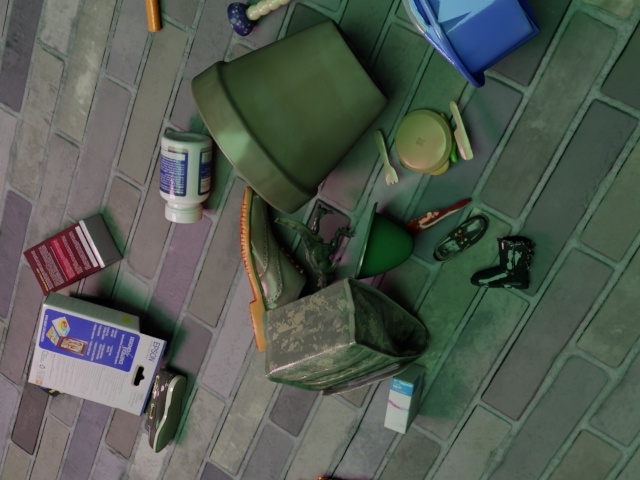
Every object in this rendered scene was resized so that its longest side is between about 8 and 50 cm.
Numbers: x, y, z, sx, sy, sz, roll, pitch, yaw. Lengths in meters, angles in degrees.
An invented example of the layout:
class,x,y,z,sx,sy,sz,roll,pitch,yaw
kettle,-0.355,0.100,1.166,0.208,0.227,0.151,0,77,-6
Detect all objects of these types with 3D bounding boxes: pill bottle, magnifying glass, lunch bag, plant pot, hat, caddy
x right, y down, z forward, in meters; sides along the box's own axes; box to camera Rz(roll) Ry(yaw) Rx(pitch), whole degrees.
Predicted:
class,x,y,z,sx,sy,sz,roll,pitch,yaw
pill bottle,-0.300,-0.139,1.698,0.111,0.112,0.187,15,111,21
magnifying glass,-0.368,-0.567,1.635,0.092,0.026,0.231,18,121,42
lunch bag,0.058,0.213,1.555,0.235,0.287,0.169,-24,57,32
plant pot,-0.037,-0.259,1.446,0.280,0.323,0.323,-35,89,14
hat,0.174,0.023,1.510,0.183,0.173,0.209,15,136,3
caddy,0.223,-0.427,1.282,0.179,0.241,0.342,-26,93,25

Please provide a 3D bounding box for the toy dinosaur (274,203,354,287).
class,x,y,z,sx,sy,sz,roll,pitch,yaw
toy dinosaur,0.000,0.000,1.576,0.064,0.118,0.268,22,156,37

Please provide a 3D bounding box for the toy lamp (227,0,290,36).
class,x,y,z,sx,sy,sz,roll,pitch,yaw
toy lamp,-0.055,-0.485,1.492,0.274,0.080,0.080,-15,99,30

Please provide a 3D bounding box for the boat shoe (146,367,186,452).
class,x,y,z,sx,sy,sz,roll,pitch,yaw
boat shoe,-0.403,0.432,1.951,0.068,0.081,0.228,24,108,20

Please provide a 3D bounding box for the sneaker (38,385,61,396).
class,x,y,z,sx,sy,sz,roll,pitch,yaw
sneaker,-0.730,0.393,2.112,0.053,0.059,0.144,40,142,-26

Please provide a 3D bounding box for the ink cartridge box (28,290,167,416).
class,x,y,z,sx,sy,sz,roll,pitch,yaw
ink cartridge box,-0.563,0.291,1.935,0.307,0.072,0.304,18,126,-11

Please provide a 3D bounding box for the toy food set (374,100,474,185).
class,x,y,z,sx,sy,sz,roll,pitch,yaw
toy food set,0.203,-0.189,1.488,0.192,0.038,0.133,-15,92,34

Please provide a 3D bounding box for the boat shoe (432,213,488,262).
class,x,y,z,sx,sy,sz,roll,pitch,yaw
boat shoe,0.275,-0.001,1.505,0.133,0.042,0.049,-41,84,28

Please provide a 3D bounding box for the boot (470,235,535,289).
class,x,y,z,sx,sy,sz,roll,pitch,yaw
boot,0.352,0.041,1.479,0.121,0.045,0.099,3,110,18

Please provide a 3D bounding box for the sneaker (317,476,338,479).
class,x,y,z,sx,sy,sz,roll,pitch,yaw
sneaker,0.015,0.596,1.797,0.214,0.084,0.083,-24,90,31

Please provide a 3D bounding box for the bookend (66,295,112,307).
class,x,y,z,sx,sy,sz,roll,pitch,yaw
bookend,-0.614,0.231,1.990,0.157,0.072,0.156,3,119,14

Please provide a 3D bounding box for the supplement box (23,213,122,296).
class,x,y,z,sx,sy,sz,roll,pitch,yaw
supplement box,-0.629,0.039,1.935,0.239,0.073,0.130,-22,95,29

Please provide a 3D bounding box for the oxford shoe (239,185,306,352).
class,x,y,z,sx,sy,sz,roll,pitch,yaw
oxford shoe,-0.103,0.057,1.683,0.132,0.130,0.364,-9,96,-6

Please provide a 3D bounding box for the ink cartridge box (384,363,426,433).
class,x,y,z,sx,sy,sz,roll,pitch,yaw
ink cartridge box,0.180,0.334,1.628,0.052,0.088,0.123,14,112,21
